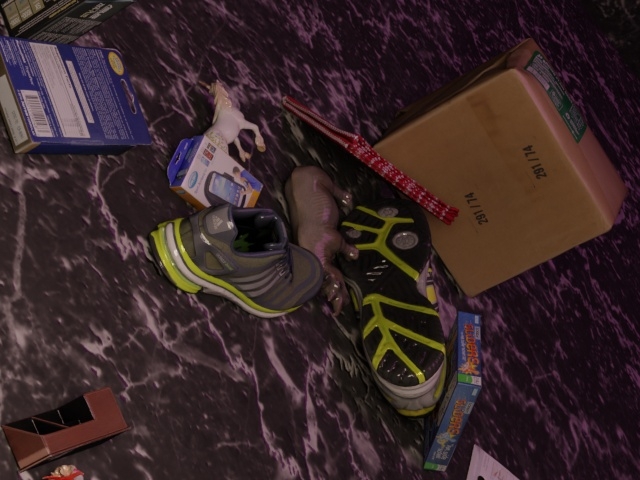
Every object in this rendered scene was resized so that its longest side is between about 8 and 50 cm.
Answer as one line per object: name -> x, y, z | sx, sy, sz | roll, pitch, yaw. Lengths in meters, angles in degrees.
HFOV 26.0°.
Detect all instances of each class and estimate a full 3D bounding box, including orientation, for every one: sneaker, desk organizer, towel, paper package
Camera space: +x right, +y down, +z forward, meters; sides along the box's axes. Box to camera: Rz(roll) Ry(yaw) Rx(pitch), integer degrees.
sneaker -> -0.076, 0.022, 1.755 | 0.300, 0.121, 0.111 | 14, 55, -55
sneaker -> 0.102, 0.093, 2.027 | 0.147, 0.145, 0.384 | 83, 4, -45
desk organizer -> -0.254, 0.188, 1.393 | 0.130, 0.047, 0.050 | -11, 74, -61
towel -> 0.079, -0.124, 2.126 | 0.275, 0.031, 0.199 | 33, 3, -41
paper package -> 0.300, -0.117, 2.313 | 0.324, 0.310, 0.168 | 56, 29, -12

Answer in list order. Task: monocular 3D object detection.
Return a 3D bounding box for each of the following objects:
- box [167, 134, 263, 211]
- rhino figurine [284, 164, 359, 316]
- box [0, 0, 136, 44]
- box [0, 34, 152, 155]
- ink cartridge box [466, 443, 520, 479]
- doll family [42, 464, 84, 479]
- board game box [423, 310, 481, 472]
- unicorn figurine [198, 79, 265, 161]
box -> -0.139, -0.075, 1.801 | 0.136, 0.028, 0.081 | 41, 61, -38
rhino figurine -> 0.000, 0.000, 1.958 | 0.106, 0.073, 0.243 | 31, 43, -50
box -> -0.294, -0.326, 1.617 | 0.077, 0.180, 0.147 | -5, 71, -61
box -> -0.295, -0.167, 1.635 | 0.225, 0.037, 0.136 | -5, 71, -59
ink cartridge box -> 0.296, 0.450, 2.125 | 0.232, 0.066, 0.189 | 35, 34, -8
doll family -> -0.202, 0.316, 1.294 | 0.163, 0.118, 0.262 | 35, 39, -42
board game box -> 0.187, 0.218, 1.984 | 0.035, 0.201, 0.136 | 11, 45, -5
unicorn figurine -> -0.128, -0.147, 1.878 | 0.111, 0.060, 0.162 | 55, 26, -24
